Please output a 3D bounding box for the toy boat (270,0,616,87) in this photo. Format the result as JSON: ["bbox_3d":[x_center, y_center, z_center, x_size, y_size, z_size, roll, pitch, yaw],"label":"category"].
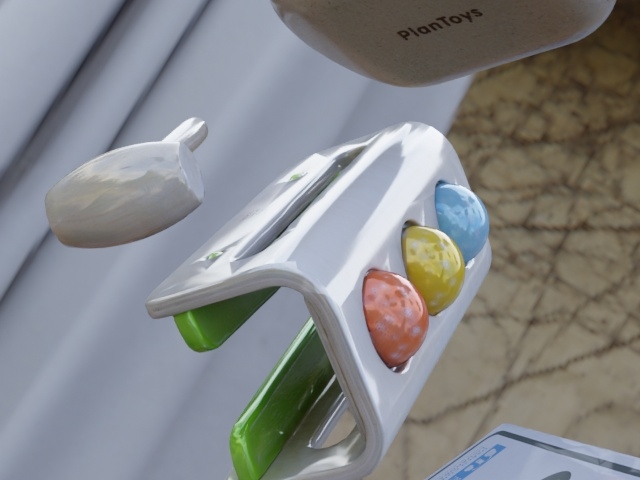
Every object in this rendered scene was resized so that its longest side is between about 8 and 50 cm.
[{"bbox_3d":[0.075,-0.195,0.936,0.231,0.151,0.151,-12,-33,41],"label":"toy boat"}]

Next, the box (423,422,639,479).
[{"bbox_3d":[0.049,0.139,0.406,0.087,0.169,0.290,56,-7,-3],"label":"box"}]

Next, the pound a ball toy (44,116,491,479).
[{"bbox_3d":[0.000,0.000,0.864,0.208,0.135,0.319,69,23,-12],"label":"pound a ball toy"}]
